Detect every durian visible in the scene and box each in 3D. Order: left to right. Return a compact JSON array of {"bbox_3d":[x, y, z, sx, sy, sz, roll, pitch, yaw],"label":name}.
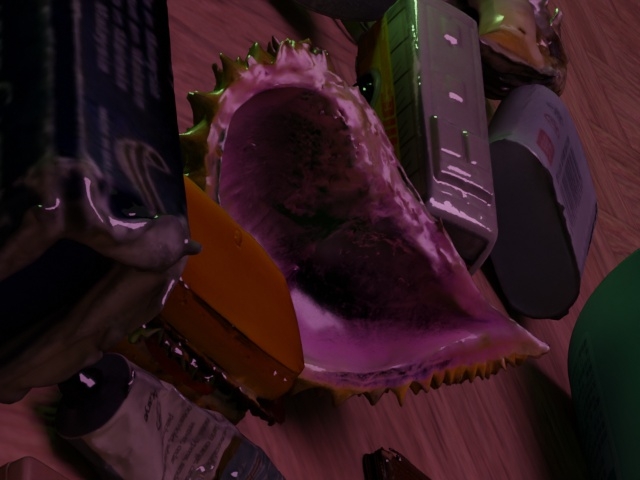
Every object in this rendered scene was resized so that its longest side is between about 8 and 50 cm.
[{"bbox_3d":[-0.013,0.006,1.167,0.186,0.153,0.261,-29,95,-47],"label":"durian"}]

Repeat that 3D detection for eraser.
[{"bbox_3d":[-0.151,-0.086,0.918,0.101,0.155,0.332,37,32,-42],"label":"eraser"},{"bbox_3d":[0.205,-0.041,1.743,0.227,0.081,0.174,-57,131,-70],"label":"eraser"}]

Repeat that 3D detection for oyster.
[{"bbox_3d":[0.134,-0.230,1.845,0.271,0.100,0.275,56,34,-3],"label":"oyster"}]

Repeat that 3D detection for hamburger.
[{"bbox_3d":[-0.082,0.031,1.023,0.166,0.087,0.137,45,24,-36],"label":"hamburger"}]

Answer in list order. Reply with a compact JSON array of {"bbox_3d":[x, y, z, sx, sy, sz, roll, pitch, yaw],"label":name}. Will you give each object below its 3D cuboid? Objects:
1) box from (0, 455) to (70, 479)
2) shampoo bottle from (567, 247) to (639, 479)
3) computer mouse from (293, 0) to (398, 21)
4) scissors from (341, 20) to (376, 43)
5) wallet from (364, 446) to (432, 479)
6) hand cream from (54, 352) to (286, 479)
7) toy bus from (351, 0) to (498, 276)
[{"bbox_3d":[-0.112,0.148,0.887,0.115,0.025,0.048,41,33,-40],"label":"box"},{"bbox_3d":[0.391,0.193,1.541,0.331,0.331,0.343,44,24,-34],"label":"shampoo bottle"},{"bbox_3d":[-0.030,-0.258,1.557,0.229,0.068,0.113,38,41,-14],"label":"computer mouse"},{"bbox_3d":[-0.012,-0.263,1.655,0.204,0.027,0.101,44,24,-38],"label":"scissors"},{"bbox_3d":[0.072,0.219,1.207,0.095,0.026,0.176,40,28,-36],"label":"wallet"},{"bbox_3d":[-0.062,0.137,1.002,0.248,0.052,0.075,48,46,-42],"label":"hand cream"},{"bbox_3d":[0.082,-0.077,1.474,0.092,0.106,0.268,23,43,-25],"label":"toy bus"}]
